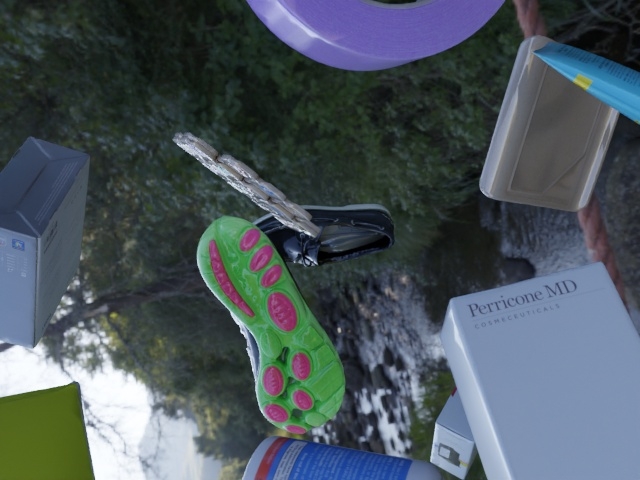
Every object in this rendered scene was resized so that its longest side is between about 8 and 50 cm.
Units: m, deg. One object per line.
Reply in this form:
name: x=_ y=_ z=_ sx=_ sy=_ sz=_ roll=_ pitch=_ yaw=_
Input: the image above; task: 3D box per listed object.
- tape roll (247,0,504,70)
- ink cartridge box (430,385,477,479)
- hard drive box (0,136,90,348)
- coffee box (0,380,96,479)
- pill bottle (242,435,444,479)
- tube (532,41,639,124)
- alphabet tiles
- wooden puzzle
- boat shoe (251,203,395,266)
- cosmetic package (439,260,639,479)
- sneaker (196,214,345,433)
tape roll: x=0.050 y=-0.299 z=0.558 sx=0.090 sy=0.274 sz=0.275 roll=-154 pitch=55 yaw=-72
ink cartridge box: x=0.263 y=0.333 z=1.123 sx=0.072 sy=0.127 sz=0.175 roll=23 pitch=146 yaw=24
hard drive box: x=-0.401 y=0.006 z=0.862 sx=0.181 sy=0.089 sz=0.232 roll=-84 pitch=14 yaw=-49
coffee box: x=-0.368 y=0.393 z=0.579 sx=0.338 sy=0.338 sz=0.334 roll=53 pitch=142 yaw=46
pill bottle: x=0.045 y=0.256 z=0.561 sx=0.124 sy=0.221 sz=0.124 roll=3 pitch=-90 yaw=-71
tube: x=0.324 y=-0.156 z=0.648 sx=0.080 sy=0.207 sz=0.052 roll=-35 pitch=-25 yaw=-56
alphabet tiles: x=-0.129 y=-0.095 z=1.080 sx=0.284 sy=0.021 sz=0.278 roll=37 pitch=173 yaw=-25
wooden puzzle: x=0.337 y=-0.159 z=0.899 sx=0.044 sy=0.238 sz=0.221 roll=29 pitch=109 yaw=52
boat shoe: x=0.000 y=0.003 z=1.336 sx=0.113 sy=0.340 sz=0.127 roll=-107 pitch=17 yaw=-50
cosmetic package: x=0.339 y=0.280 z=0.812 sx=0.161 sy=0.230 sz=0.453 roll=79 pitch=176 yaw=-62
sneaker: x=-0.081 y=0.160 z=1.209 sx=0.202 sy=0.185 sz=0.483 roll=-106 pitch=-3 yaw=-72
